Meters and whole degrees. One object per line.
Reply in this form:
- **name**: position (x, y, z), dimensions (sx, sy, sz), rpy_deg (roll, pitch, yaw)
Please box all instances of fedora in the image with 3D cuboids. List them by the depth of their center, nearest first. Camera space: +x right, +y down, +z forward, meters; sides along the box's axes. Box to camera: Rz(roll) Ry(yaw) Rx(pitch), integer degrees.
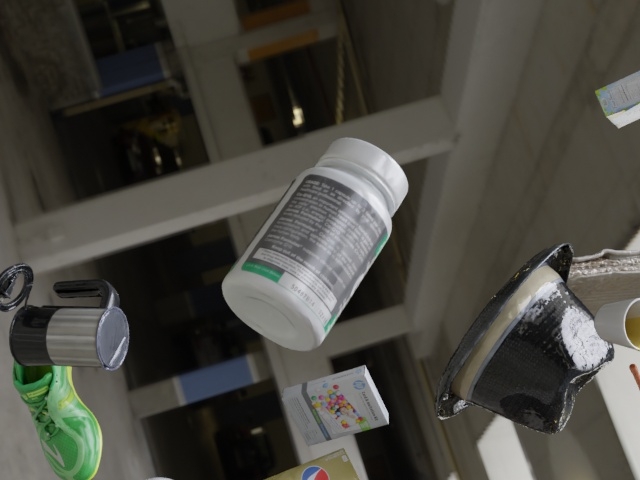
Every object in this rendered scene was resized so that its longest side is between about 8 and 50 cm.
- **fedora**: position (0.299, 0.160, 1.386), dimensions (0.152, 0.334, 0.334), rpy_deg (37, -19, 21)

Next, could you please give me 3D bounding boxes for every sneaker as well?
- **sneaker**: position (-0.448, 0.260, 1.667), dimensions (0.123, 0.109, 0.295), rpy_deg (6, 64, -75)

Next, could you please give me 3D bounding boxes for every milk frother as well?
- **milk frother**: position (-0.340, 0.100, 1.329), dimensions (0.143, 0.135, 0.129), rpy_deg (38, 54, -67)

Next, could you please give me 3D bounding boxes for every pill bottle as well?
- **pill bottle**: position (0.000, 0.000, 1.828), dimensions (0.204, 0.361, 0.204), rpy_deg (27, -26, 15)

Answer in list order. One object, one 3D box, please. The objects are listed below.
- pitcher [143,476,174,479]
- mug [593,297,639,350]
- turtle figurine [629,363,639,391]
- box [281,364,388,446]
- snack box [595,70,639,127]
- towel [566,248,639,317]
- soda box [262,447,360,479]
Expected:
- **pitcher**: position (-0.273, 0.456, 1.674), dimensions (0.125, 0.178, 0.207), rpy_deg (45, 18, 2)
- **mug**: position (0.366, 0.107, 1.228), dimensions (0.064, 0.062, 0.078), rpy_deg (-5, -76, 61)
- **turtle figurine**: position (0.594, 0.205, 1.578), dimensions (0.087, 0.269, 0.217), rpy_deg (-43, -163, 46)
- **box**: position (0.032, 0.348, 2.142), dimensions (0.038, 0.186, 0.145), rpy_deg (-88, 156, -58)
- **snack box**: position (0.716, -0.326, 2.212), dimensions (0.174, 0.207, 0.070), rpy_deg (7, 60, -66)
- **towel**: position (0.450, 0.076, 1.647), dimensions (0.187, 0.282, 0.049), rpy_deg (126, -44, -54)
- **soda box**: position (-0.039, 0.353, 1.423), dimensions (0.058, 0.181, 0.061), rpy_deg (61, -30, 22)
